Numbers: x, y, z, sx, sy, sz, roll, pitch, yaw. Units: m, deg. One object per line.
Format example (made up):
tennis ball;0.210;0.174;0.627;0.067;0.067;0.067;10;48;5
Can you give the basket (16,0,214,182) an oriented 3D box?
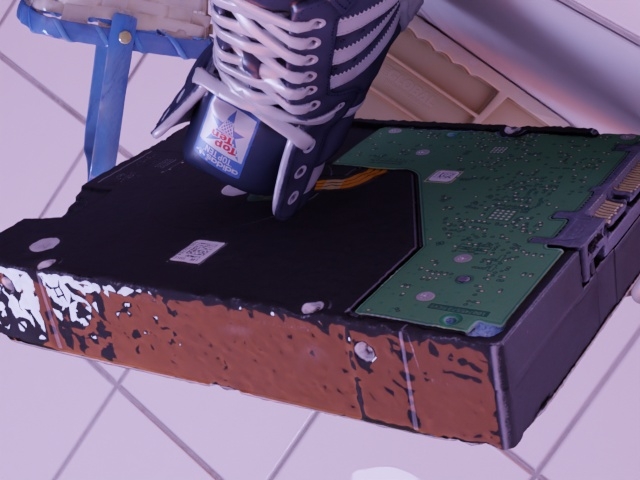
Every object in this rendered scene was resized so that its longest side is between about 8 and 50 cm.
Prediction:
basket;-0.219;-0.218;1.142;0.201;0.289;0.255;3;-167;-16

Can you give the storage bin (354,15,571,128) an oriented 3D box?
storage bin;0.048;-0.116;0.889;0.260;0.123;0.262;33;-174;-10

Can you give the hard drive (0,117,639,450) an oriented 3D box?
hard drive;0.000;0.000;0.611;0.339;0.064;0.237;6;-150;34

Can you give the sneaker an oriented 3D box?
sneaker;-0.024;-0.094;0.498;0.099;0.153;0.282;35;-174;8

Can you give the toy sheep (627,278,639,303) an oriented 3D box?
toy sheep;0.268;0.005;0.918;0.132;0.091;0.091;53;-166;27
